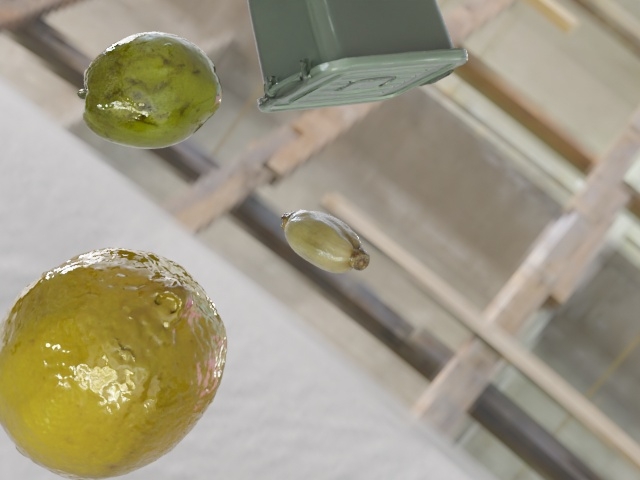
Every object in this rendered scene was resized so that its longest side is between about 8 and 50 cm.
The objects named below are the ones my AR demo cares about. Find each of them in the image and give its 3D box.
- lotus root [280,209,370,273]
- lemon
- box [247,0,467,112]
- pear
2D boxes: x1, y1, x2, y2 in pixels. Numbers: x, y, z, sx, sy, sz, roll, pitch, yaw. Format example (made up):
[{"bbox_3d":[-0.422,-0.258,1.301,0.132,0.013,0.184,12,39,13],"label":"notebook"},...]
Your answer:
[{"bbox_3d":[0.000,0.000,2.352,0.073,0.062,0.150,-3,-154,-45],"label":"lotus root"},{"bbox_3d":[-0.183,0.105,1.603,0.188,0.257,0.188,27,-138,-28],"label":"lemon"},{"bbox_3d":[0.035,-0.240,2.203,0.243,0.163,0.135,-9,-100,-40],"label":"box"},{"bbox_3d":[-0.157,-0.138,1.739,0.131,0.107,0.107,-3,-142,-14],"label":"pear"}]
